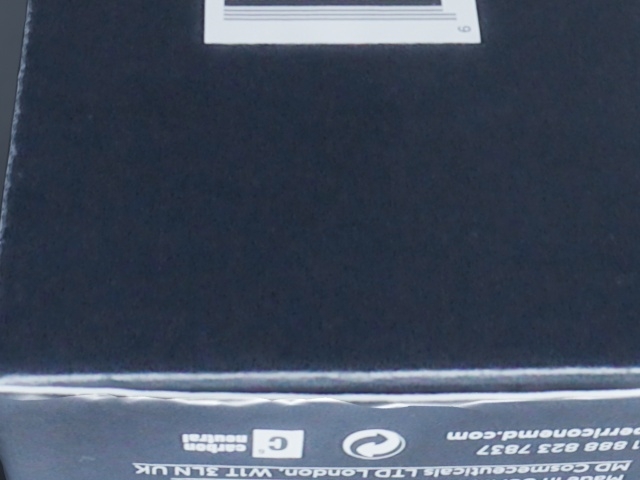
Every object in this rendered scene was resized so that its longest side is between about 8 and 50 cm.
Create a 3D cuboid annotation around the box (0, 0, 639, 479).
[{"bbox_3d":[0.000,0.000,0.805,0.297,0.480,0.472,-1,143,-3],"label":"box"}]
